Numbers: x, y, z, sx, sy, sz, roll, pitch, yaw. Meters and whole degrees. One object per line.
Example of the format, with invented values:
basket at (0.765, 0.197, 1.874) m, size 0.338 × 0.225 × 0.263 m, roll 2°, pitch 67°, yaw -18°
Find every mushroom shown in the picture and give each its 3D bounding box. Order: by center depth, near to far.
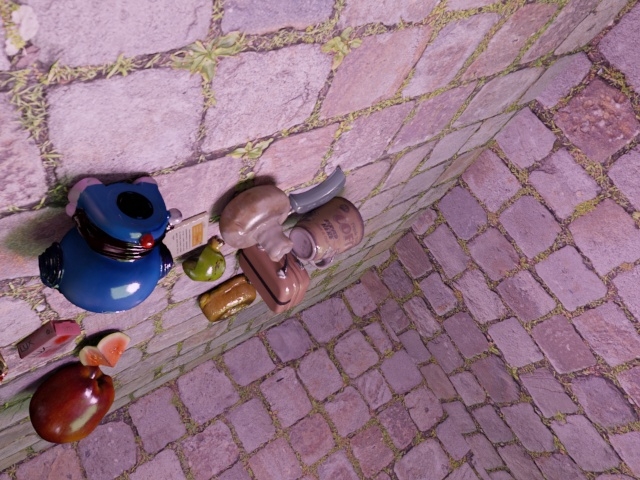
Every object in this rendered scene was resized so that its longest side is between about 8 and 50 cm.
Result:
mushroom at (-0.182, -0.043, 1.422) m, size 0.243 × 0.244 × 0.243 m, roll -31°, pitch 165°, yaw -9°

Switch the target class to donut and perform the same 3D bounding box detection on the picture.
donut at (-0.420, 0.270, 2.108) m, size 0.261 × 0.128 × 0.208 m, roll -28°, pitch 165°, yaw -12°

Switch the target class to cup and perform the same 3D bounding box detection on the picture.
cup at (0.000, 0.000, 1.823) m, size 0.257 × 0.227 × 0.301 m, roll -27°, pitch 140°, yaw -39°

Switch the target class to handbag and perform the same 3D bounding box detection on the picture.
handbag at (-0.172, 0.098, 1.761) m, size 0.149 × 0.302 × 0.283 m, roll -22°, pitch 156°, yaw -37°

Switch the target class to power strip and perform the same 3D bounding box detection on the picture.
power strip at (-0.020, -0.167, 1.694) m, size 0.253 × 0.054 × 0.167 m, roll -33°, pitch 164°, yaw -6°

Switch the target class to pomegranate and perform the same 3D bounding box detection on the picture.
pomegranate at (-0.380, 0.077, 1.580) m, size 0.169 × 0.122 × 0.143 m, roll -37°, pitch 177°, yaw 1°

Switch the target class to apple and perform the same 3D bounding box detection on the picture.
apple at (-0.996, 0.649, 1.845) m, size 0.317 × 0.288 × 0.288 m, roll -46°, pitch 165°, yaw 0°

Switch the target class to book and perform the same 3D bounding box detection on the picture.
book at (-0.479, 0.021, 1.401) m, size 0.295 × 0.020 × 0.208 m, roll -26°, pitch 164°, yaw -25°

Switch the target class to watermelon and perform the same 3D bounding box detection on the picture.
watermelon at (-0.849, 0.418, 1.774) m, size 0.145 × 0.137 × 0.193 m, roll 0°, pitch 174°, yaw 17°

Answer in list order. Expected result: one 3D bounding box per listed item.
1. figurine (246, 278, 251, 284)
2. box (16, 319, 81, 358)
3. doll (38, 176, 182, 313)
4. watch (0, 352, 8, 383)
figurine at (-0.278, 0.134, 2.055) m, size 0.147 × 0.093 × 0.197 m, roll -53°, pitch 160°, yaw -10°
box at (-0.863, 0.314, 1.467) m, size 0.156 × 0.060 × 0.111 m, roll -36°, pitch 164°, yaw 7°
doll at (-0.469, 0.025, 1.047) m, size 0.284 × 0.240 × 0.310 m, roll 4°, pitch 138°, yaw -43°
watch at (-0.994, 0.353, 1.285) m, size 0.164 × 0.102 × 0.268 m, roll -33°, pitch 158°, yaw -30°
